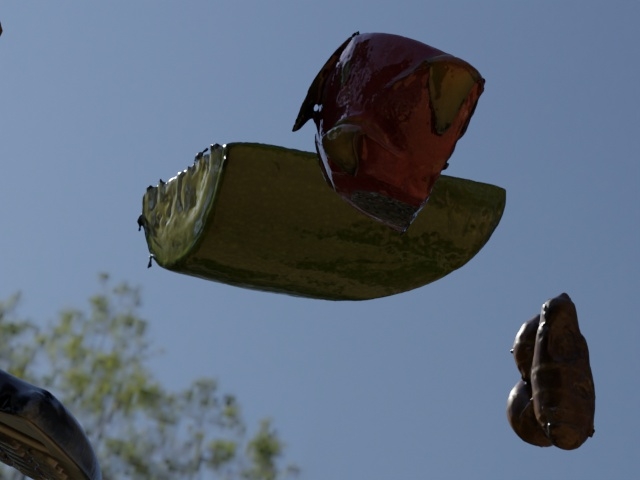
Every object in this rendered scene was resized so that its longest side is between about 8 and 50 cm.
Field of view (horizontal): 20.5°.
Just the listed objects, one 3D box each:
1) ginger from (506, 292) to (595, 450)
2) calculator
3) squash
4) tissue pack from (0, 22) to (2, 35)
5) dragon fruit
[{"bbox_3d":[0.240,0.141,1.832,0.073,0.162,0.103,9,-17,-27],"label":"ginger"},{"bbox_3d":[-0.257,0.148,1.419,0.177,0.040,0.268,25,-23,11],"label":"calculator"},{"bbox_3d":[0.000,0.000,1.644,0.289,0.111,0.203,10,-19,-28],"label":"squash"},{"bbox_3d":[-0.332,-0.070,0.957,0.228,0.382,0.293,-20,-51,11],"label":"tissue pack"},{"bbox_3d":[0.021,-0.041,0.668,0.060,0.056,0.083,31,-16,-2],"label":"dragon fruit"}]
